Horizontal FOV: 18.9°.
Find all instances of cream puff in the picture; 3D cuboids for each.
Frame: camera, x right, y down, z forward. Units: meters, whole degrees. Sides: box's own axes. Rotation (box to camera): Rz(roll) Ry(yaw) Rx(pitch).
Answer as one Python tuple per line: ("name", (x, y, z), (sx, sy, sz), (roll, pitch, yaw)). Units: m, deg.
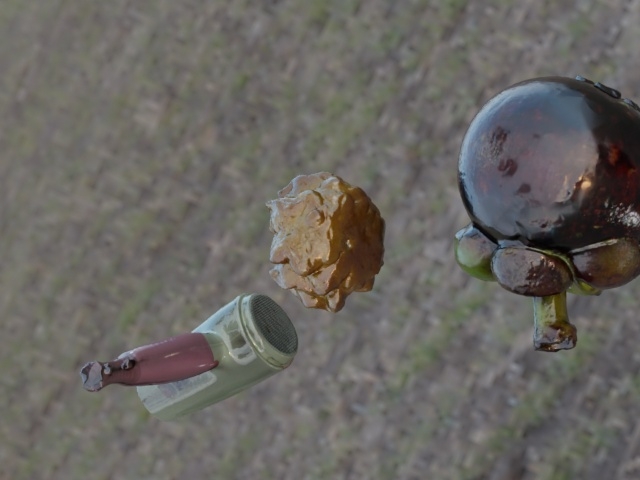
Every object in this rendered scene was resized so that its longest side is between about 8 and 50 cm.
("cream puff", (0.000, 0.000, 1.616), (0.094, 0.122, 0.116), (5, 109, 42))

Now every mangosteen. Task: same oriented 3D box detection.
("mangosteen", (0.172, -0.034, 1.440), (0.184, 0.172, 0.172), (-49, 23, 14))

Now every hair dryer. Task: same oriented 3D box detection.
("hair dryer", (-0.093, 0.074, 1.161), (0.106, 0.154, 0.054), (-31, 73, 25))
